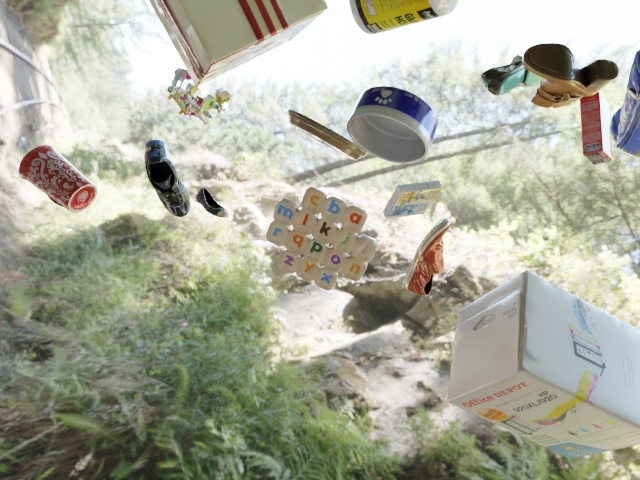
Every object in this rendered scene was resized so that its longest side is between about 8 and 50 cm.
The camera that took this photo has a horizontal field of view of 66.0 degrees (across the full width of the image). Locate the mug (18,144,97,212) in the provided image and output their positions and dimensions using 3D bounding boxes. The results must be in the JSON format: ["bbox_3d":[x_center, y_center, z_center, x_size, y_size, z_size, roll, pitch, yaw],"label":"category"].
[{"bbox_3d":[-0.682,-0.152,1.312,0.169,0.113,0.150,36,-15,11],"label":"mug"}]

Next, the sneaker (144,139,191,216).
[{"bbox_3d":[-0.386,-0.135,1.241,0.090,0.081,0.232,-109,-176,-46],"label":"sneaker"}]

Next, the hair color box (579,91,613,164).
[{"bbox_3d":[0.740,-0.299,1.321,0.053,0.093,0.167,-7,-105,44],"label":"hair color box"}]

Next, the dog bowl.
[{"bbox_3d":[0.221,-0.350,1.517,0.104,0.265,0.265,-67,-162,-15],"label":"dog bowl"}]

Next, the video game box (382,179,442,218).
[{"bbox_3d":[0.375,-0.166,2.030,0.205,0.187,0.048,111,-34,-60],"label":"video game box"}]

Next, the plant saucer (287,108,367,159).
[{"bbox_3d":[0.014,-0.318,1.507,0.041,0.278,0.278,-61,-146,7],"label":"plant saucer"}]

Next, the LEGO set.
[{"bbox_3d":[-0.346,-0.411,1.490,0.107,0.287,0.132,31,-79,15],"label":"LEGO set"}]

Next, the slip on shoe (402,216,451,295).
[{"bbox_3d":[0.360,0.057,1.592,0.101,0.123,0.331,31,-45,19],"label":"slip on shoe"}]

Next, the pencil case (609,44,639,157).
[{"bbox_3d":[0.570,-0.236,0.829,0.119,0.133,0.306,61,15,20],"label":"pencil case"}]

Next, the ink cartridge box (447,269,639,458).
[{"bbox_3d":[0.340,0.191,0.742,0.171,0.233,0.168,-53,-167,52],"label":"ink cartridge box"}]

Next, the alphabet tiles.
[{"bbox_3d":[0.000,0.000,1.305,0.021,0.284,0.278,-60,174,-56],"label":"alphabet tiles"}]

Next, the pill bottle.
[{"bbox_3d":[0.256,-0.686,1.328,0.334,0.188,0.187,2,-74,39],"label":"pill bottle"}]

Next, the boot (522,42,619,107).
[{"bbox_3d":[0.470,-0.322,1.003,0.152,0.197,0.072,144,-43,-78],"label":"boot"}]

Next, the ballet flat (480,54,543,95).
[{"bbox_3d":[0.579,-0.499,1.451,0.096,0.280,0.095,45,-38,35],"label":"ballet flat"}]

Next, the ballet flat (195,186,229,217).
[{"bbox_3d":[-0.351,-0.120,1.597,0.173,0.057,0.049,36,-68,34],"label":"ballet flat"}]

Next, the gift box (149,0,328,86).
[{"bbox_3d":[-0.154,-0.448,0.835,0.258,0.276,0.255,61,-19,-17],"label":"gift box"}]
